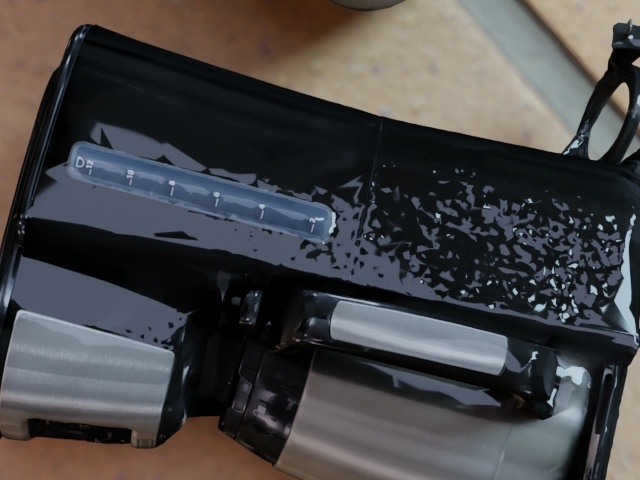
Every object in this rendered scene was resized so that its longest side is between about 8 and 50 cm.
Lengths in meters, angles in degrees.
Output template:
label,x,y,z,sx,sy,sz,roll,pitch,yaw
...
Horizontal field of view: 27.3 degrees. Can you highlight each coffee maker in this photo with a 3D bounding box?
label,x,y,z,sx,sy,sz,roll,pitch,yaw
coffee maker,0.000,0.000,0.412,0.178,0.120,0.171,16,51,-4

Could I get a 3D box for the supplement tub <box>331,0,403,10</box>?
label,x,y,z,sx,sy,sz,roll,pitch,yaw
supplement tub,-0.045,-0.251,0.412,0.338,0.207,0.207,41,74,5
